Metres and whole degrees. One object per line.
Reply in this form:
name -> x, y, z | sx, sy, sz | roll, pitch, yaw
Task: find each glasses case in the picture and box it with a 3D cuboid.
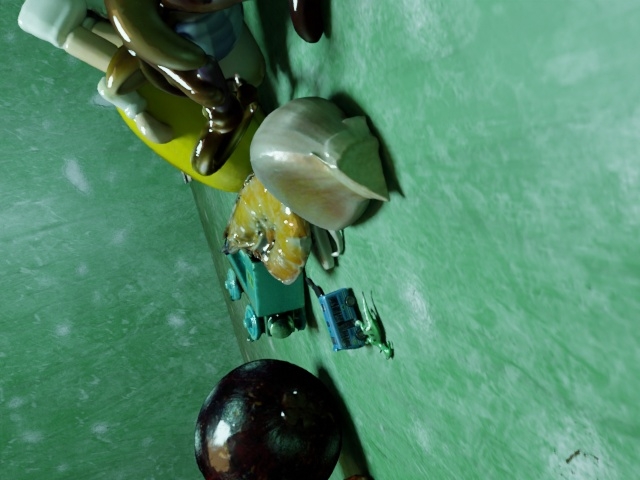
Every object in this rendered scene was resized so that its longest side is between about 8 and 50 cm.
glasses case -> 0.000, 0.000, 0.807 | 0.032, 0.021, 0.083 | 165, 88, -74

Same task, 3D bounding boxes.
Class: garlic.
garlic -> -0.010, -0.071, 0.664 | 0.266, 0.129, 0.148 | 91, 170, -77

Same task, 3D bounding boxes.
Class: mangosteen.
mangosteen -> -0.100, 0.364, 1.070 | 0.288, 0.288, 0.287 | 162, 90, -75

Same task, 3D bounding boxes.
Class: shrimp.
shrimp -> -0.088, -0.002, 0.879 | 0.317, 0.062, 0.164 | -35, 74, 61

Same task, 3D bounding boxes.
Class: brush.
brush -> -0.010, 0.080, 0.959 | 0.083, 0.008, 0.024 | -137, 31, -62

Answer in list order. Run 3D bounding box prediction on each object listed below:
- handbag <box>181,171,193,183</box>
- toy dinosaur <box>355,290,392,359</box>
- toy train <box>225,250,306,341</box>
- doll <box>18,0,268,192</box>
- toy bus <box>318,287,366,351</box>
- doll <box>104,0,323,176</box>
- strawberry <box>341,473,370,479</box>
handbag -> -0.307, -0.248, 1.439 | 0.179, 0.117, 0.204 | -124, 21, -50
toy dinosaur -> 0.065, 0.107, 0.702 | 0.062, 0.021, 0.083 | 44, 153, 47
toy train -> -0.115, 0.061, 1.125 | 0.298, 0.120, 0.194 | -134, 37, -59
doll -> -0.245, -0.248, 0.896 | 0.161, 0.423, 0.348 | -43, 47, 28
toy bus -> 0.029, 0.108, 0.780 | 0.038, 0.046, 0.083 | 147, 106, -75
doll -> -0.121, -0.254, 0.645 | 0.340, 0.209, 0.317 | 166, 118, -67
strawberry -> 0.064, 0.459, 0.973 | 0.175, 0.106, 0.236 | 38, 178, -21
